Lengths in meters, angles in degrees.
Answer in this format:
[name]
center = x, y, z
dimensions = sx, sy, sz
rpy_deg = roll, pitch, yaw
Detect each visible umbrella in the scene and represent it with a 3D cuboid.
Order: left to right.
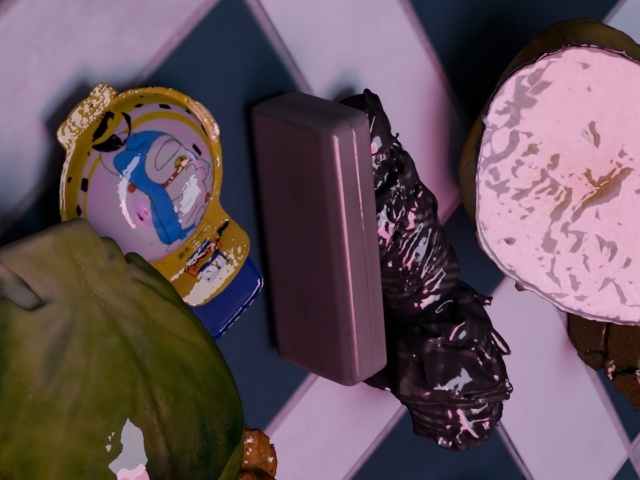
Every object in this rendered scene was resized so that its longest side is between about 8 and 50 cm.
[umbrella]
center = 0.071, 0.039, 1.503
dimensions = 0.154, 0.128, 0.336
rpy_deg = -76, 146, -50

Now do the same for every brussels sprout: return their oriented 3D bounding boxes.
[brussels sprout]
center = -0.175, 0.115, 1.235
dimensions = 0.219, 0.210, 0.271
rpy_deg = -35, 113, -37

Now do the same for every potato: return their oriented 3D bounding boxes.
[potato]
center = 0.254, -0.074, 1.610
dimensions = 0.246, 0.196, 0.299
rpy_deg = -37, 111, 11

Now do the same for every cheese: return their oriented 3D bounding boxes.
[cheese]
center = -0.118, -0.021, 1.328
dimensions = 0.156, 0.064, 0.250
rpy_deg = -50, 132, -17

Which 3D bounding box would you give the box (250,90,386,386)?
[box]
center = 0.000, 0.000, 1.428
dimensions = 0.055, 0.103, 0.243
rpy_deg = -28, 125, -38

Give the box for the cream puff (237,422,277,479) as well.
[cream puff]
center = -0.078, 0.209, 1.441
dimensions = 0.094, 0.122, 0.116
rpy_deg = -11, 153, -35

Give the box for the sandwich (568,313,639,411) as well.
[sandwich]
center = 0.364, 0.007, 1.808
dimensions = 0.212, 0.109, 0.292
rpy_deg = -23, 124, -46
